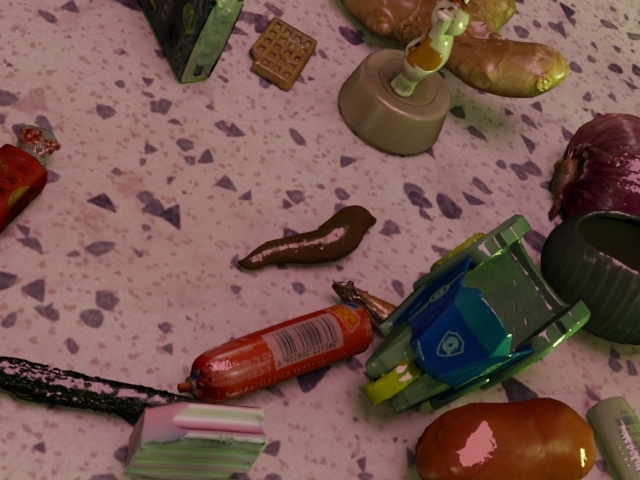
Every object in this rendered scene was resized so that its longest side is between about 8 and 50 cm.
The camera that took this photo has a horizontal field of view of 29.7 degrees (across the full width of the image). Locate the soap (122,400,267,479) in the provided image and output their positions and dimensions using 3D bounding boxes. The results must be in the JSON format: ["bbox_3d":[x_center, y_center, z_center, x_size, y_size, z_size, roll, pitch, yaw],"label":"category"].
[{"bbox_3d":[-0.146,0.230,1.375,0.149,0.100,0.056,7,48,-21],"label":"soap"}]

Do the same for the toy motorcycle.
[{"bbox_3d":[0.201,0.107,1.564,0.326,0.200,0.191,-31,85,-43],"label":"toy motorcycle"}]

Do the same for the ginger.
[{"bbox_3d":[0.205,-0.346,2.008,0.348,0.122,0.363,4,40,-13],"label":"ginger"}]

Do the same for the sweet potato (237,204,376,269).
[{"bbox_3d":[0.000,0.002,1.672,0.249,0.059,0.069,-24,46,-35],"label":"sweet potato"}]

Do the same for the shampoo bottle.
[{"bbox_3d":[0.433,0.312,1.636,0.072,0.049,0.212,3,51,-30],"label":"shampoo bottle"}]

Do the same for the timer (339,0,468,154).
[{"bbox_3d":[0.156,-0.278,1.836,0.175,0.266,0.175,14,49,-16],"label":"timer"}]

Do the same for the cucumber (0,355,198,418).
[{"bbox_3d":[-0.255,0.180,1.401,0.256,0.043,0.044,14,53,-17],"label":"cucumber"}]

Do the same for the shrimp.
[{"bbox_3d":[0.077,0.129,1.619,0.178,0.034,0.124,33,47,-11],"label":"shrimp"}]

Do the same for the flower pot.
[{"bbox_3d":[0.441,0.056,1.779,0.243,0.157,0.189,28,47,-5],"label":"flower pot"}]

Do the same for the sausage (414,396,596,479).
[{"bbox_3d":[0.236,0.270,1.520,0.258,0.133,0.133,0,53,-32],"label":"sausage"}]

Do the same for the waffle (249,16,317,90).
[{"bbox_3d":[-0.064,-0.298,1.913,0.092,0.021,0.135,31,45,-2],"label":"waffle"}]

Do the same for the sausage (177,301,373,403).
[{"bbox_3d":[-0.059,0.145,1.510,0.274,0.074,0.074,-17,62,-36],"label":"sausage"}]

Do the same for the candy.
[{"bbox_3d":[-0.414,-0.053,1.504,0.086,0.059,0.292,35,46,-1],"label":"candy"}]

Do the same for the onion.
[{"bbox_3d":[0.558,-0.081,1.954,0.348,0.159,0.267,19,50,-11],"label":"onion"}]

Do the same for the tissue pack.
[{"bbox_3d":[-0.205,-0.379,1.803,0.073,0.173,0.236,-9,59,-33],"label":"tissue pack"}]
